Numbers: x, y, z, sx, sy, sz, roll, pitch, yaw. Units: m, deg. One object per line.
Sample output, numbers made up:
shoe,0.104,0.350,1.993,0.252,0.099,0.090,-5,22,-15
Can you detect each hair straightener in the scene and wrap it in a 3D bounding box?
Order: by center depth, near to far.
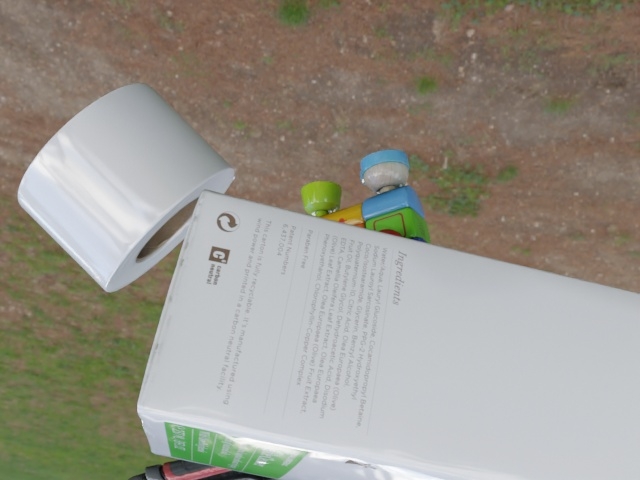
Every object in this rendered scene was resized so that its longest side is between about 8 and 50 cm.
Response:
hair straightener,-0.076,0.221,0.635,0.231,0.047,0.089,-12,130,-24

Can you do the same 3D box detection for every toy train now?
toy train,0.000,0.000,0.781,0.248,0.143,0.105,-18,155,24

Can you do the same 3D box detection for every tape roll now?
tape roll,-0.262,-0.072,0.974,0.169,0.246,0.246,44,155,1

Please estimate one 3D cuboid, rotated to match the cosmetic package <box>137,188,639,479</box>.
cosmetic package,0.073,0.105,0.508,0.366,0.155,0.197,14,154,-3
